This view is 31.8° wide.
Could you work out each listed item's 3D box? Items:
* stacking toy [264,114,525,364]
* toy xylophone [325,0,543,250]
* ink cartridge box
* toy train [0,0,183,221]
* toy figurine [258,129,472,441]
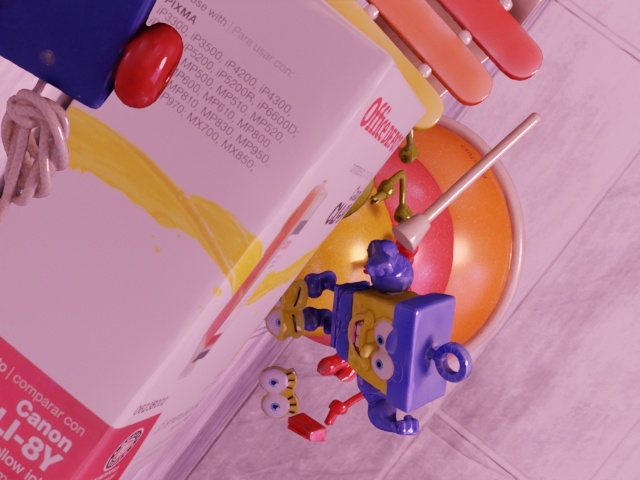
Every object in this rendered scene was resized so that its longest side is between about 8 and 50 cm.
[{"bbox_3d":[0.000,0.000,1.329,0.480,0.350,0.351,0,130,-57],"label":"stacking toy"},{"bbox_3d":[0.074,-0.144,1.028,0.323,0.236,0.081,-48,175,-11],"label":"toy xylophone"},{"bbox_3d":[-0.103,-0.008,0.828,0.385,0.160,0.279,-53,173,6],"label":"ink cartridge box"},{"bbox_3d":[-0.105,-0.124,0.559,0.248,0.105,0.143,-57,-175,33],"label":"toy train"},{"bbox_3d":[0.086,0.059,1.115,0.191,0.217,0.363,-8,112,-38],"label":"toy figurine"}]
